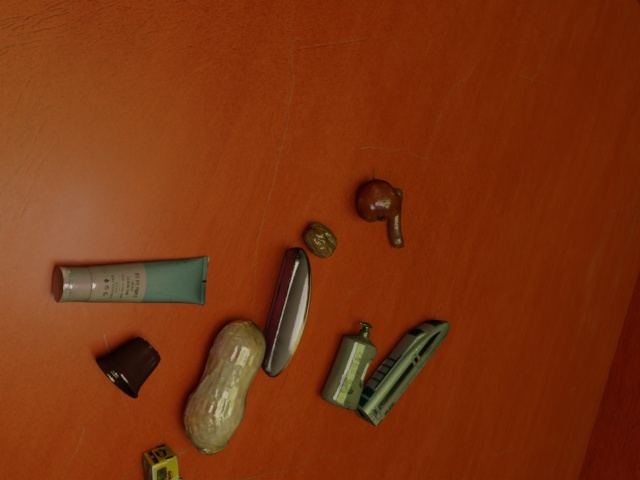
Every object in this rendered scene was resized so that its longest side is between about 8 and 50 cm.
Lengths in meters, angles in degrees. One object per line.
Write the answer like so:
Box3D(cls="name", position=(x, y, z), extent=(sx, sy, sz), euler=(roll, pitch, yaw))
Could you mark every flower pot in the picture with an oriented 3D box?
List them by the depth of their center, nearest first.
Box3D(cls="flower pot", position=(-0.381, 0.250, 1.018), extent=(0.089, 0.111, 0.111), euler=(-46, 121, -35))

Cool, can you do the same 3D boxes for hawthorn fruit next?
Box3D(cls="hawthorn fruit", position=(0.146, -0.108, 1.342), extent=(0.125, 0.125, 0.140), euler=(-40, 85, -25))

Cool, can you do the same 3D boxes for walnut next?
Box3D(cls="walnut", position=(0.000, 0.000, 1.271), extent=(0.096, 0.082, 0.079), euler=(46, 42, -29))

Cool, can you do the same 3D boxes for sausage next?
Box3D(cls="sausage", position=(0.219, -0.063, 1.443), extent=(0.047, 0.040, 0.177), euler=(-12, 104, -41))

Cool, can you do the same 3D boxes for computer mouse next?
Box3D(cls="computer mouse", position=(-0.077, 0.170, 1.196), extent=(0.071, 0.158, 0.310), euler=(15, 87, -18))

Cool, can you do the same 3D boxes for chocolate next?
Box3D(cls="chocolate", position=(-0.217, 0.326, 1.127), extent=(0.134, 0.134, 0.309), euler=(23, 83, -36))

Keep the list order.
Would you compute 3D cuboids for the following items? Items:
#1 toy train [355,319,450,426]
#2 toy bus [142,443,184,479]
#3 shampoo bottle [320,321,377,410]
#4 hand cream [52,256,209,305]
Box3D(cls="toy train", position=(0.248, 0.363, 1.503), extent=(0.407, 0.086, 0.088), euler=(-44, 114, -23))
Box3D(cls="toy bus", position=(-0.341, 0.573, 1.100), extent=(0.074, 0.081, 0.226), euler=(-7, 101, -36))
Box3D(cls="shampoo bottle", position=(0.090, 0.339, 1.378), extent=(0.118, 0.087, 0.234), euler=(27, 80, -33))
Box3D(cls="hand cream", position=(-0.373, 0.083, 1.030), extent=(0.312, 0.070, 0.111), euler=(4, 93, -45))
